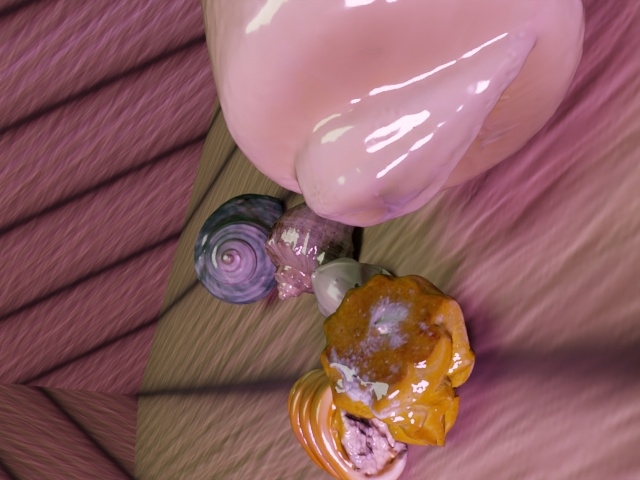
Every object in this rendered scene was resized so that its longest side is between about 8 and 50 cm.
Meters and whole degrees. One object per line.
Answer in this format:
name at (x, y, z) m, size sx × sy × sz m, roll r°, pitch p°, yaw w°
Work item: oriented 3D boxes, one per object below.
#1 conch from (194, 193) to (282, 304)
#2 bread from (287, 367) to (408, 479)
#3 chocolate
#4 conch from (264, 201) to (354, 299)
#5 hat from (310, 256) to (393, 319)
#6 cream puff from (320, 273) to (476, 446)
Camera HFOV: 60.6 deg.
conch at (-0.155, 0.018, 1.079) m, size 0.220 × 0.195 × 0.277 m, roll -43°, pitch 3°, yaw 11°
bread at (0.021, 0.200, 0.590) m, size 0.119 × 0.084 × 0.177 m, roll 58°, pitch 158°, yaw -2°
chocolate at (0.057, -0.183, 0.441) m, size 0.326 × 0.314 × 0.297 m, roll 95°, pitch 166°, yaw -51°
conch at (0.000, 0.000, 0.806) m, size 0.155 × 0.130 × 0.207 m, roll 27°, pitch 81°, yaw 35°
hat at (0.038, 0.084, 0.666) m, size 0.166 × 0.081 × 0.122 m, roll 51°, pitch 129°, yaw 52°
cream puff at (0.077, 0.110, 0.501) m, size 0.146 × 0.116 × 0.146 m, roll -22°, pitch 40°, yaw 20°
